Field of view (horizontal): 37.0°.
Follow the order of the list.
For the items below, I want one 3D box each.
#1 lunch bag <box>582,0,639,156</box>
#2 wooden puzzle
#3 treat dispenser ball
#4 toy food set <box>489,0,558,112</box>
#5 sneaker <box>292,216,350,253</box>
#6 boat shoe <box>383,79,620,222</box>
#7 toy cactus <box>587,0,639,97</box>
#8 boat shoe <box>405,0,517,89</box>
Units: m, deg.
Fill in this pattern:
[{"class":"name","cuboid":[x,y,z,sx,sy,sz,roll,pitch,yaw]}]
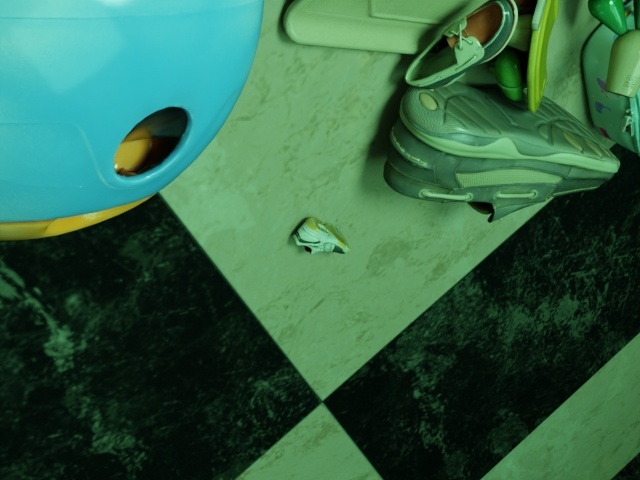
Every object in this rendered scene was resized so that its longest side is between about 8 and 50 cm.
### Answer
[{"class":"lunch bag","cuboid":[0.467,-0.247,1.228,0.279,0.108,0.224,-40,145,-7]},{"class":"wooden puzzle","cuboid":[0.107,-0.257,0.857,0.221,0.044,0.238,-6,156,-43]},{"class":"treat dispenser ball","cuboid":[-0.174,-0.144,0.524,0.288,0.288,0.288,-27,141,-25]},{"class":"toy food set","cuboid":[0.208,-0.225,1.017,0.218,0.071,0.128,60,45,-67]},{"class":"sneaker","cuboid":[0.000,0.000,1.072,0.037,0.032,0.083,-41,142,17]},{"class":"boat shoe","cuboid":[0.206,-0.098,1.116,0.355,0.132,0.130,6,130,-38]},{"class":"toy cactus","cuboid":[0.372,-0.249,1.072,0.219,0.112,0.180,11,101,-21]},{"class":"boat shoe","cuboid":[0.137,-0.191,0.938,0.043,0.049,0.137,-7,161,-37]}]
